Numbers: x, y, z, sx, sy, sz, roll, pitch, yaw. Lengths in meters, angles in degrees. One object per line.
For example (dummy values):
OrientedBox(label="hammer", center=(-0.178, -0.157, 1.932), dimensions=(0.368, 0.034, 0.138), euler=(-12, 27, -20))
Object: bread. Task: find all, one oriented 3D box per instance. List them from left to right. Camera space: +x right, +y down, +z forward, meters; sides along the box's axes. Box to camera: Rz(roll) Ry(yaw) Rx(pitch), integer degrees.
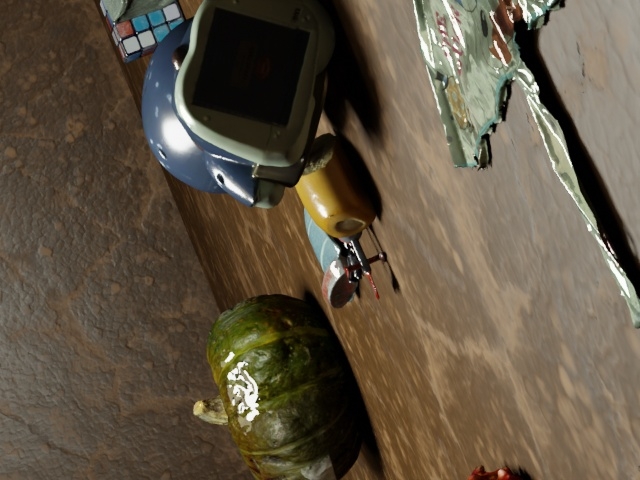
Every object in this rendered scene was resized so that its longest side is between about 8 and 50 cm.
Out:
OrientedBox(label="bread", center=(0.003, -0.051, 1.261), dimensions=(0.062, 0.049, 0.103), euler=(19, -141, -60))

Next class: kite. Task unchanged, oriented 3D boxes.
OrientedBox(label="kite", center=(0.082, -0.123, 0.752), dimensions=(0.406, 0.014, 0.368), euler=(101, 146, -75))

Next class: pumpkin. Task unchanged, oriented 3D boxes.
OrientedBox(label="pumpkin", center=(-0.064, 0.190, 1.846), dimensions=(0.260, 0.189, 0.260), euler=(159, 90, -80))

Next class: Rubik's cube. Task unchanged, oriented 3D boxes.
OrientedBox(label="Rubik's cube", center=(-0.236, -0.299, 2.007), dimensions=(0.092, 0.092, 0.092), euler=(-176, 65, -80))

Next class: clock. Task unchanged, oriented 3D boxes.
OrientedBox(label="clock", center=(-0.066, -0.123, 1.212), dimensions=(0.243, 0.146, 0.200), euler=(162, 117, -78))

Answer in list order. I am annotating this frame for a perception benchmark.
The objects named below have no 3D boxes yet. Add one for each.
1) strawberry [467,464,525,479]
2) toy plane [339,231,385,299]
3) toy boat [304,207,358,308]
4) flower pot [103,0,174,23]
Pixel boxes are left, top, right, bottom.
OrientedBox(label="strawberry", center=(0.142, 0.312, 1.079), dimensions=(0.306, 0.137, 0.233), euler=(-128, 16, -56))
OrientedBox(label="toy plane", center=(0.023, -0.014, 1.314), dimensions=(0.060, 0.037, 0.145), euler=(85, 163, -75))
OrientedBox(label="toy boat", center=(0.000, -0.001, 1.502), dimensions=(0.096, 0.034, 0.122), euler=(96, 152, -61))
OrientedBox(label="flower pot", center=(-0.218, -0.346, 1.749), dimensions=(0.229, 0.103, 0.108), euler=(126, 121, -79))
